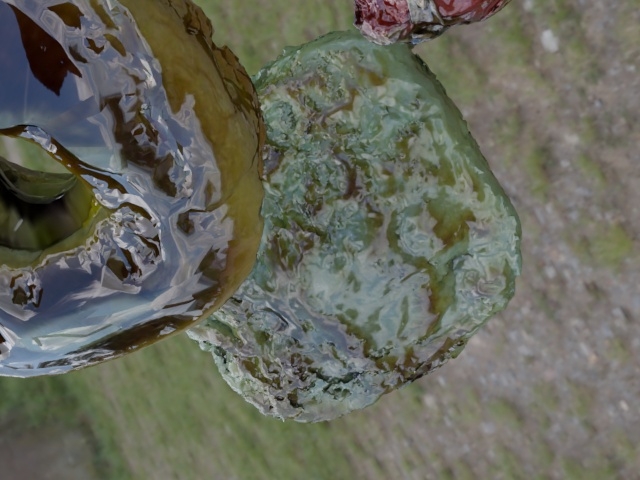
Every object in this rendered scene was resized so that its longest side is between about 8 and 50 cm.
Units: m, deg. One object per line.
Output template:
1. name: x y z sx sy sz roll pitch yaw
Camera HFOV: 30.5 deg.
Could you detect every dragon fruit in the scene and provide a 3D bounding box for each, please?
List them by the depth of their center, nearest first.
1. dragon fruit: 0.099 -0.244 1.082 0.224 0.218 0.148 169 111 -84

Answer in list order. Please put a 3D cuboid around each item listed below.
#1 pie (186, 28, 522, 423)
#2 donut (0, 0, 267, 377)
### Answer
1. pie: 0.024 -0.006 1.312 0.395 0.418 0.180 45 -159 -3
2. donut: -0.181 -0.064 0.728 0.160 0.329 0.330 -80 -12 -46
